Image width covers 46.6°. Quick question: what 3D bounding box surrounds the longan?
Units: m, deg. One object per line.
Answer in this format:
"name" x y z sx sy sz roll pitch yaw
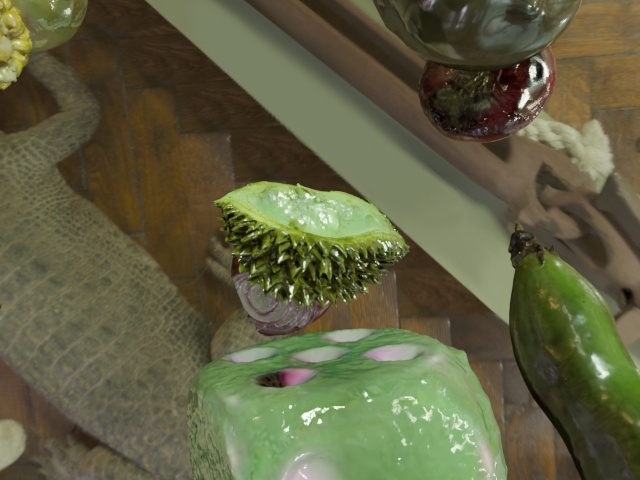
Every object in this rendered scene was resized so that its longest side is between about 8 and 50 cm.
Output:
"longan" 0.259 -0.444 1.221 0.361 0.361 0.360 0 102 2

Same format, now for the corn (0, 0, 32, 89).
"corn" -0.387 -0.218 0.716 0.292 0.101 0.101 25 104 34

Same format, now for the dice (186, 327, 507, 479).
"dice" 0.024 0.293 0.927 0.331 0.318 0.322 -7 95 -21

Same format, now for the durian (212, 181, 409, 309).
"durian" -0.004 0.008 1.334 0.395 0.198 0.163 2 134 -30

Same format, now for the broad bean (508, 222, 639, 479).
"broad bean" 0.184 0.114 0.464 0.077 0.339 0.061 -42 139 24

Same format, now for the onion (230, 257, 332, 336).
"onion" -0.075 0.073 1.677 0.206 0.206 0.216 -6 132 10

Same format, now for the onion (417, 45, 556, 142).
"onion" 0.331 -0.311 1.478 0.272 0.195 0.271 -5 73 18

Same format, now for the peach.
"peach" -0.530 -0.461 1.256 0.292 0.292 0.247 37 144 -5
